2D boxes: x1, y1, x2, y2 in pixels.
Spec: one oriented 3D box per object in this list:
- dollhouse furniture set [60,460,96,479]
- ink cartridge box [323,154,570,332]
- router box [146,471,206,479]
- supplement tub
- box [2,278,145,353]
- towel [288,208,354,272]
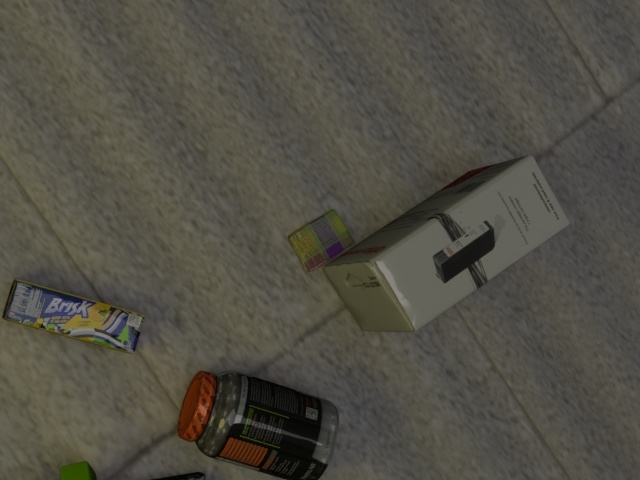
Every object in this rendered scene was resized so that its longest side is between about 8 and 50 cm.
[{"bbox_3d":[-0.404,0.408,1.456,0.302,0.151,0.197,-12,54,-5],"label":"dollhouse furniture set"},{"bbox_3d":[0.165,0.008,1.624,0.273,0.197,0.114,-32,97,-18],"label":"ink cartridge box"},{"bbox_3d":[-0.205,0.356,1.558,0.123,0.038,0.092,-6,89,-19],"label":"router box"},{"bbox_3d":[-0.082,0.240,1.567,0.190,0.117,0.117,20,80,-16],"label":"supplement tub"},{"bbox_3d":[-0.313,0.097,1.529,0.169,0.059,0.054,18,82,-17],"label":"box"},{"bbox_3d":[0.000,0.000,1.668,0.083,0.009,0.060,-33,96,-19],"label":"towel"}]
